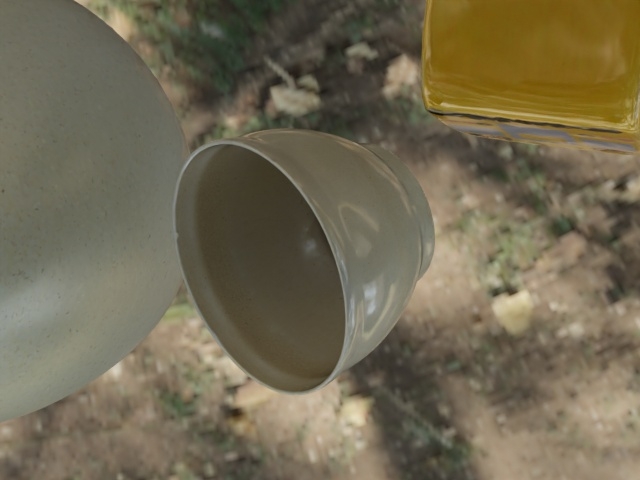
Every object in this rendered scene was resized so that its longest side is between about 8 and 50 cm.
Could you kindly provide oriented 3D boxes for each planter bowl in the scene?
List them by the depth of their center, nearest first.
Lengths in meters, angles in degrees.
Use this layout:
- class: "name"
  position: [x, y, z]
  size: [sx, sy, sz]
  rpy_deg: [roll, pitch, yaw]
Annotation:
- class: "planter bowl"
  position: [0.000, 0.000, 1.099]
  size: [0.109, 0.162, 0.162]
  rpy_deg: [-24, 137, -37]

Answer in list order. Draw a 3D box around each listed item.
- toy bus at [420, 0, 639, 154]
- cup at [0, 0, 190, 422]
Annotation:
- class: "toy bus"
  position: [0.128, -0.215, 0.853]
  size: [0.108, 0.130, 0.332]
  rpy_deg: [8, 88, 18]
- class: "cup"
  position: [-0.271, 0.000, 1.213]
  size: [0.331, 0.237, 0.331]
  rpy_deg: [3, 110, 9]
